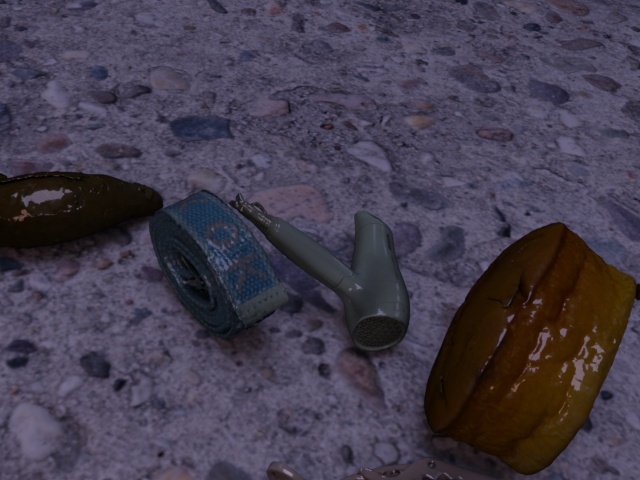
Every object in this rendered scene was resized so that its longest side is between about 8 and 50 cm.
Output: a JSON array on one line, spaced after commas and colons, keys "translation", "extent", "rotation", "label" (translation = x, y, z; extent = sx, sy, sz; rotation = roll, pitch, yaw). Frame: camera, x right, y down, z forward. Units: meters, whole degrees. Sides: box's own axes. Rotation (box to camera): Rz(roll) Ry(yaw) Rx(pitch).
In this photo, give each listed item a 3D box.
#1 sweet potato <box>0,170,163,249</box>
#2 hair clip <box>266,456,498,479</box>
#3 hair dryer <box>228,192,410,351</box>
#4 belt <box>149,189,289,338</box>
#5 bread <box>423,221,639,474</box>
[{"translation": [-0.349, -0.042, 0.783], "extent": [0.310, 0.098, 0.124], "rotation": [4, 36, -11], "label": "sweet potato"}, {"translation": [0.056, 0.226, 0.616], "extent": [0.226, 0.034, 0.072], "rotation": [-5, 45, -16], "label": "hair clip"}, {"translation": [0.000, 0.000, 0.758], "extent": [0.237, 0.075, 0.206], "rotation": [31, 32, -22], "label": "hair dryer"}, {"translation": [-0.115, 0.025, 0.719], "extent": [0.082, 0.147, 0.163], "rotation": [-26, 82, -29], "label": "belt"}, {"translation": [0.205, 0.099, 0.661], "extent": [0.143, 0.195, 0.269], "rotation": [32, 50, 9], "label": "bread"}]
